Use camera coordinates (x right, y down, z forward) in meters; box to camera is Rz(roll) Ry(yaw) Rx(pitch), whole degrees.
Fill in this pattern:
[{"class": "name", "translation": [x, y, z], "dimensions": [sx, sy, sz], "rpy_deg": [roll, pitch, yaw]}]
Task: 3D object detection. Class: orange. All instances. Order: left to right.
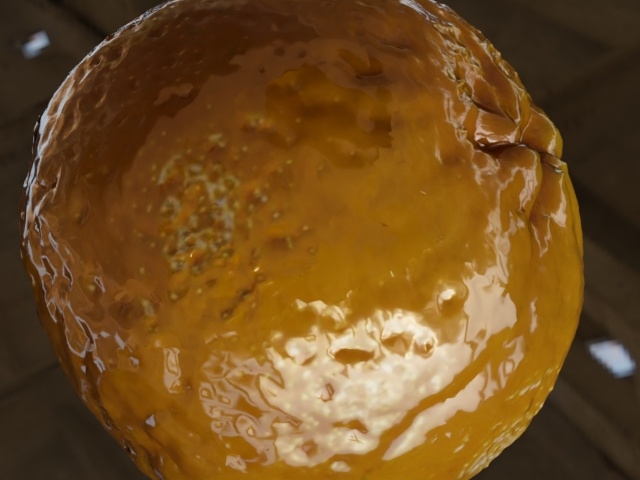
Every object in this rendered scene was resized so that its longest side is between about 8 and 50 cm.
[{"class": "orange", "translation": [0.000, 0.000, 1.078], "dimensions": [0.293, 0.340, 0.340], "rpy_deg": [-30, -149, 22]}]
